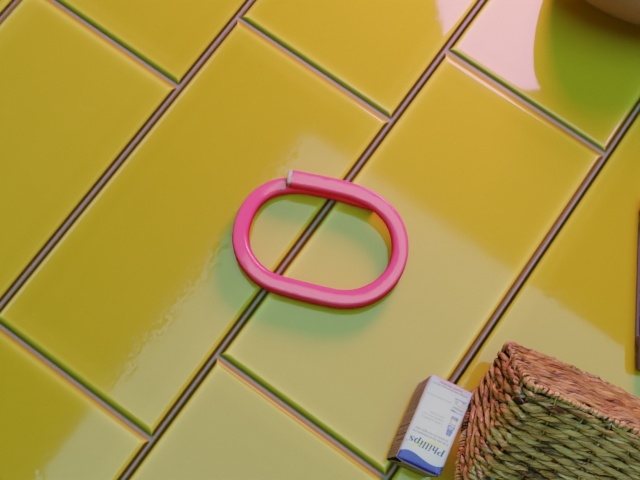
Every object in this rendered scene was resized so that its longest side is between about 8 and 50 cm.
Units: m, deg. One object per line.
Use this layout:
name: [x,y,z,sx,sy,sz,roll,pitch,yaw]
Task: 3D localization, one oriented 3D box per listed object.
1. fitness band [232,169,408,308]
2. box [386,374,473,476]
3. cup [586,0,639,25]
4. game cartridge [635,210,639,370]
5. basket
fitness band: [0.000,0.000,1.612,0.291,0.054,0.209,13,75,3]
box: [0.165,0.286,1.502,0.072,0.126,0.137,25,76,3]
cup: [0.604,-0.481,1.647,0.237,0.331,0.331,38,76,-17]
game cartridge: [0.621,0.076,1.609,0.198,0.062,0.297,5,75,4]
basket: [0.358,0.314,1.468,0.299,0.213,0.223,24,103,-7]
